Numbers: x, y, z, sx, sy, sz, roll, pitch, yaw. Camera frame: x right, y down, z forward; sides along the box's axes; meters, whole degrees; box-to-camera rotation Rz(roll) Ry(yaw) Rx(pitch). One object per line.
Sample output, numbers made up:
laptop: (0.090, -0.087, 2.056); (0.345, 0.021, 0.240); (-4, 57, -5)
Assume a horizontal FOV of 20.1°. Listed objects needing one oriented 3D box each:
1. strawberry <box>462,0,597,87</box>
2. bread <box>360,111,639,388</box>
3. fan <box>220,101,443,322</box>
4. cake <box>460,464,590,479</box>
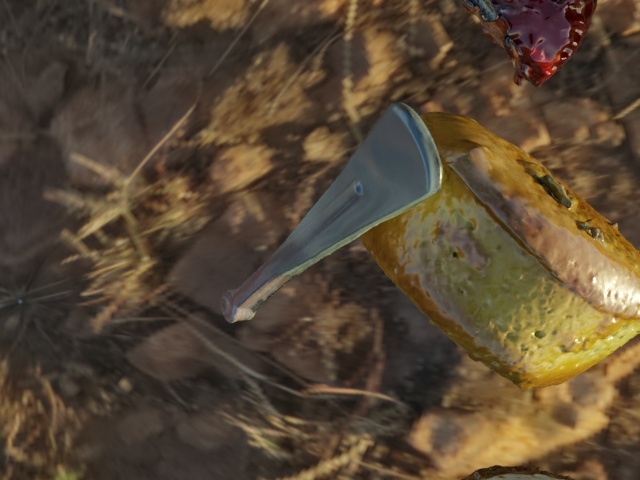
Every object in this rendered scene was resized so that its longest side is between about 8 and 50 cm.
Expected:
strawberry: (0.219, -0.273, 1.919); (0.150, 0.253, 0.280); (-40, 131, 6)
bread: (0.146, 0.007, 1.420); (0.268, 0.268, 0.146); (40, 100, -6)
fan: (0.000, 0.000, 1.093); (0.023, 0.282, 0.057); (-19, 76, -31)
cake: (0.086, 0.224, 0.855); (0.135, 0.112, 0.246); (32, 90, -13)
